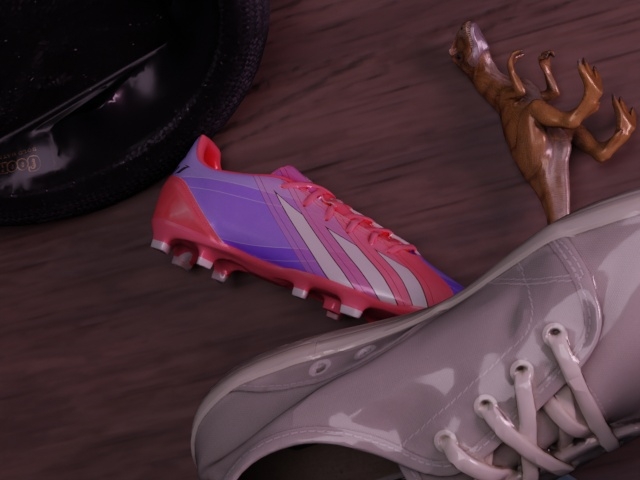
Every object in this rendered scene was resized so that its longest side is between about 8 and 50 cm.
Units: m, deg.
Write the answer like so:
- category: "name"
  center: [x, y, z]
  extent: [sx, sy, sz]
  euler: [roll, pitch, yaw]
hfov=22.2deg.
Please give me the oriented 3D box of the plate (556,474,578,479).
- category: "plate"
  center: [0.110, 0.230, 1.046]
  extent: [0.188, 0.024, 0.188]
  euler: [-3, 79, 16]

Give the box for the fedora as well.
- category: "fedora"
  center: [-0.207, -0.168, 1.133]
  extent: [0.334, 0.334, 0.152]
  euler: [-29, 42, 9]

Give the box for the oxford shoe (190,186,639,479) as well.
- category: "oxford shoe"
  center: [0.121, 0.094, 0.985]
  extent: [0.449, 0.169, 0.130]
  euler: [-23, 33, 17]

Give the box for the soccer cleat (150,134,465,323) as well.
- category: "soccer cleat"
  center: [0.000, 0.000, 1.101]
  extent: [0.248, 0.083, 0.095]
  euler: [17, 79, 22]

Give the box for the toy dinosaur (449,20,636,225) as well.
- category: "toy dinosaur"
  center: [0.152, -0.058, 1.084]
  extent: [0.112, 0.064, 0.211]
  euler: [-32, 61, 27]
